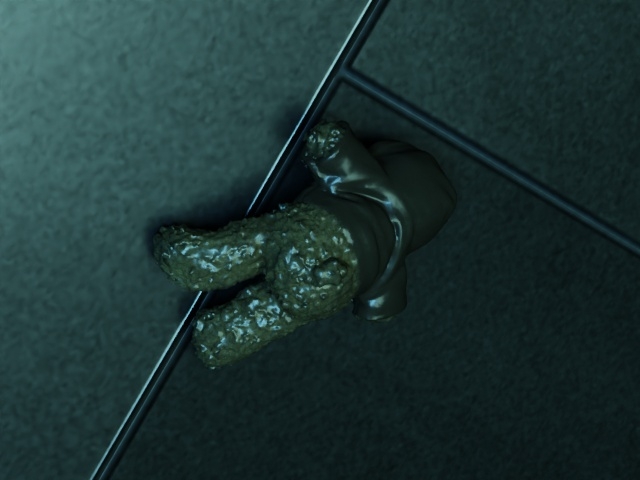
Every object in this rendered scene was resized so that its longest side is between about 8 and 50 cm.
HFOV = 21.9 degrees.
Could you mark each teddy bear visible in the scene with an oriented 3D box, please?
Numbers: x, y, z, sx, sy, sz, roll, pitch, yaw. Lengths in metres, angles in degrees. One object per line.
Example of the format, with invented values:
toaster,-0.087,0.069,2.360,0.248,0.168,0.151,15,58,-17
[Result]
teddy bear,0.002,0.004,0.849,0.160,0.078,0.119,-29,117,-14
